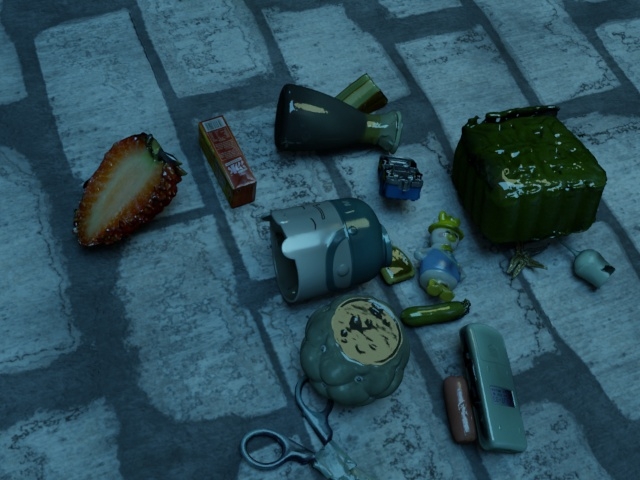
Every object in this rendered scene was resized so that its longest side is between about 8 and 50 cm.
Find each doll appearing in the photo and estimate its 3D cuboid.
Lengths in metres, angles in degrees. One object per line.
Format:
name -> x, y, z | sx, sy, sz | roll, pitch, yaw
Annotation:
doll -> 0.301, 0.038, 1.889 | 0.135, 0.098, 0.241 | 9, 61, 10

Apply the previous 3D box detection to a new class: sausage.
sausage -> 0.317, 0.379, 1.720 | 0.062, 0.062, 0.154 | -2, 61, -10

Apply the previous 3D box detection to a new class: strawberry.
strawberry -> -0.467, -0.106, 1.844 | 0.306, 0.138, 0.233 | -49, 56, -3

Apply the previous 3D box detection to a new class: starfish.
starfish -> 0.524, 0.030, 1.957 | 0.133, 0.041, 0.130 | -15, 69, -5

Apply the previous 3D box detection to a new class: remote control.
remote control -> 0.389, 0.332, 1.736 | 0.140, 0.056, 0.296 | 19, 52, -39

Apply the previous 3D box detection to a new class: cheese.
cheese -> 0.170, 0.031, 1.905 | 0.086, 0.036, 0.162 | -17, 66, -19

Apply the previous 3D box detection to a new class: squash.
squash -> 0.281, 0.176, 1.836 | 0.183, 0.052, 0.052 | -6, 62, -15

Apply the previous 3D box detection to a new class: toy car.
toy car -> 0.201, -0.151, 1.969 | 0.097, 0.100, 0.191 | 7, 27, -6

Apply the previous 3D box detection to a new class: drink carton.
drink carton -> -0.237, -0.200, 1.933 | 0.071, 0.096, 0.223 | -21, 66, -19

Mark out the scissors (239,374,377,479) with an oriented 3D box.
scissors -> 0.039, 0.480, 1.637 | 0.383, 0.029, 0.256 | 38, 60, 13

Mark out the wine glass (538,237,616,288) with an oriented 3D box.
wine glass -> 0.660, 0.037, 1.958 | 0.195, 0.079, 0.079 | 42, 63, 15

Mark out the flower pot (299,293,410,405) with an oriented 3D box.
flower pot -> 0.074, 0.243, 1.669 | 0.246, 0.195, 0.246 | 8, 53, -11

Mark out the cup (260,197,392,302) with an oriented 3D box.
cup -> 0.000, 0.000, 1.809 | 0.258, 0.219, 0.289 | -12, 32, -16

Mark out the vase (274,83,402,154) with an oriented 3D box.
vase -> 0.048, -0.305, 2.010 | 0.321, 0.173, 0.173 | 6, 60, -13

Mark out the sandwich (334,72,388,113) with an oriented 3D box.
sandwich -> 0.100, -0.376, 2.131 | 0.163, 0.113, 0.079 | -39, 71, 11

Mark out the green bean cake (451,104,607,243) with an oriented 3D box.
green bean cake -> 0.528, -0.171, 1.933 | 0.335, 0.218, 0.319 | -13, 45, -10
